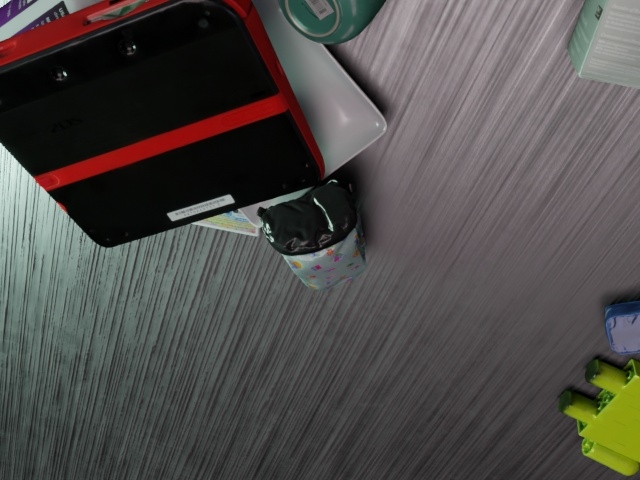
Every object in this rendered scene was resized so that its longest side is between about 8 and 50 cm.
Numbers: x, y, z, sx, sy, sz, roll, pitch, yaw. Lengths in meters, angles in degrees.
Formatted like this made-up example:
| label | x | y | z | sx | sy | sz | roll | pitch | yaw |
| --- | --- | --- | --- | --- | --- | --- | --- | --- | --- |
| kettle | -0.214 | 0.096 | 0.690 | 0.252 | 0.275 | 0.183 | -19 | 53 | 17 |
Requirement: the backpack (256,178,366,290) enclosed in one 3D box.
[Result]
| label | x | y | z | sx | sy | sz | roll | pitch | yaw |
| --- | --- | --- | --- | --- | --- | --- | --- | --- | --- |
| backpack | 0.000 | 0.000 | 0.970 | 0.152 | 0.115 | 0.182 | -15 | 157 | 7 |

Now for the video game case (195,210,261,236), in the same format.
| label | x | y | z | sx | sy | sz | roll | pitch | yaw |
| --- | --- | --- | --- | --- | --- | --- | --- | --- | --- |
| video game case | -0.173 | -0.083 | 1.066 | 0.157 | 0.019 | 0.143 | 11 | 124 | 8 |

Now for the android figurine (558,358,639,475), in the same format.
| label | x | y | z | sx | sy | sz | roll | pitch | yaw |
| --- | --- | --- | --- | --- | --- | --- | --- | --- | --- |
| android figurine | 0.554 | 0.302 | 1.075 | 0.273 | 0.056 | 0.248 | 26 | 124 | 1 |

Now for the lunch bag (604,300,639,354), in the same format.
| label | x | y | z | sx | sy | sz | roll | pitch | yaw |
| --- | --- | --- | --- | --- | --- | --- | --- | --- | --- |
| lunch bag | 0.488 | 0.128 | 0.979 | 0.098 | 0.065 | 0.067 | -10 | 102 | 23 |

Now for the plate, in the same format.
| label | x | y | z | sx | sy | sz | roll | pitch | yaw |
| --- | --- | --- | --- | --- | --- | --- | --- | --- | --- |
| plate | -0.084 | -0.195 | 0.943 | 0.278 | 0.045 | 0.277 | -35 | 102 | 27 |

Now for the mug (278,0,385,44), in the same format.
| label | x | y | z | sx | sy | sz | roll | pitch | yaw |
| --- | --- | --- | --- | --- | --- | --- | --- | --- | --- |
| mug | -0.002 | -0.316 | 0.801 | 0.158 | 0.097 | 0.129 | 20 | 145 | 16 |

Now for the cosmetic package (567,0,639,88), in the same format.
| label | x | y | z | sx | sy | sz | roll | pitch | yaw |
| --- | --- | --- | --- | --- | --- | --- | --- | --- | --- |
| cosmetic package | 0.367 | -0.302 | 0.709 | 0.107 | 0.127 | 0.238 | 12 | 122 | 8 |

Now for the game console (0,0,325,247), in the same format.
| label | x | y | z | sx | sy | sz | roll | pitch | yaw |
| --- | --- | --- | --- | --- | --- | --- | --- | --- | --- |
| game console | -0.224 | -0.151 | 0.858 | 0.387 | 0.060 | 0.342 | -15 | 138 | 13 |

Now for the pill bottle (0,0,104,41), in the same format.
| label | x | y | z | sx | sy | sz | roll | pitch | yaw |
| --- | --- | --- | --- | --- | --- | --- | --- | --- | --- |
| pill bottle | -0.344 | -0.269 | 0.891 | 0.323 | 0.181 | 0.181 | -24 | 112 | 20 |
